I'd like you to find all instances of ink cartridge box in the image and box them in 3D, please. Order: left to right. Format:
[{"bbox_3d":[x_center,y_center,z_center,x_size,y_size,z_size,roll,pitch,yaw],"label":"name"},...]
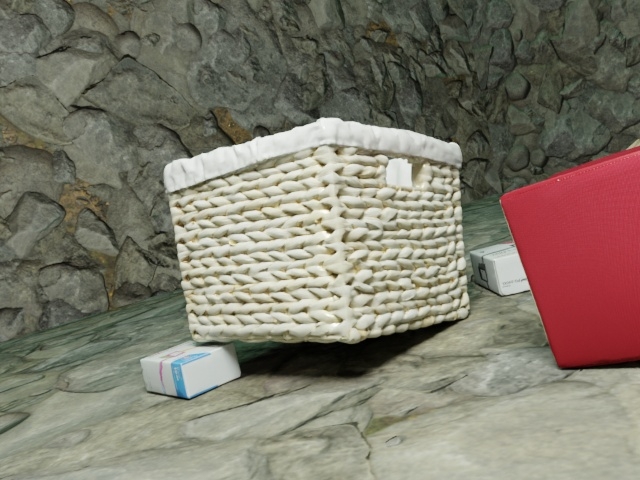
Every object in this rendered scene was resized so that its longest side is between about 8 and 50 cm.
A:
[{"bbox_3d":[-0.186,0.180,0.885,0.088,0.052,0.122,-16,4,-42],"label":"ink cartridge box"},{"bbox_3d":[0.328,0.042,1.050,0.109,0.063,0.150,-13,4,-1],"label":"ink cartridge box"}]

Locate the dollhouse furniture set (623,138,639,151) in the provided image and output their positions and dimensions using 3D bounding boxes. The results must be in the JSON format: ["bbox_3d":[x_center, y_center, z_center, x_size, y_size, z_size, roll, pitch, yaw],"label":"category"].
[{"bbox_3d":[0.532,-0.005,1.228,0.303,0.174,0.355,-32,-15,-36],"label":"dollhouse furniture set"}]

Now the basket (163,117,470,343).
[{"bbox_3d":[0.000,0.000,0.908,0.331,0.266,0.328,-7,-4,40],"label":"basket"}]

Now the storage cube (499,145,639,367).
[{"bbox_3d":[0.327,0.003,0.627,0.193,0.215,0.183,-18,1,39],"label":"storage cube"}]
